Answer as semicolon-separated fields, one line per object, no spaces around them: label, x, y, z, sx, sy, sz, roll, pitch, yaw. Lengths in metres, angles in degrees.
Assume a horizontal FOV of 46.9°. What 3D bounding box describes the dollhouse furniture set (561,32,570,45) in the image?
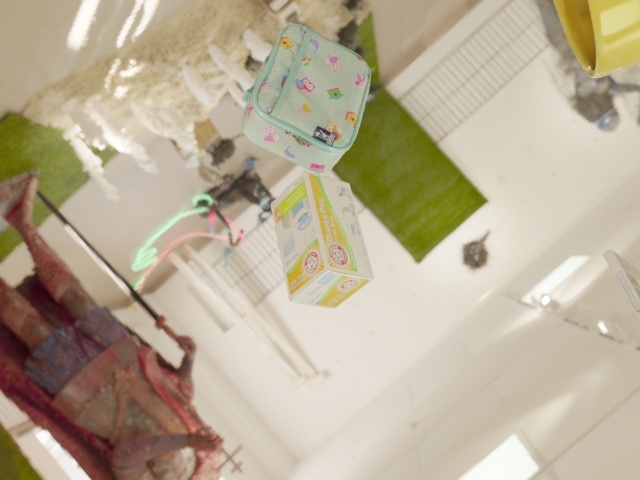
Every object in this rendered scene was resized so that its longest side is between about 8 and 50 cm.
dollhouse furniture set;0.527;-0.362;1.235;0.151;0.123;0.144;-27;166;-28

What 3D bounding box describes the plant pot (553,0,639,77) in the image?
plant pot;0.398;-0.350;0.858;0.239;0.254;0.254;-19;180;14

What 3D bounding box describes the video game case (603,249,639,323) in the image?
video game case;0.490;0.095;1.108;0.019;0.143;0.157;-36;142;27

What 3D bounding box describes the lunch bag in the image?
lunch bag;-0.029;-0.282;1.448;0.108;0.224;0.279;-43;-155;52

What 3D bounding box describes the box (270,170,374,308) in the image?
box;0.000;0.000;1.270;0.103;0.203;0.114;13;142;-36
